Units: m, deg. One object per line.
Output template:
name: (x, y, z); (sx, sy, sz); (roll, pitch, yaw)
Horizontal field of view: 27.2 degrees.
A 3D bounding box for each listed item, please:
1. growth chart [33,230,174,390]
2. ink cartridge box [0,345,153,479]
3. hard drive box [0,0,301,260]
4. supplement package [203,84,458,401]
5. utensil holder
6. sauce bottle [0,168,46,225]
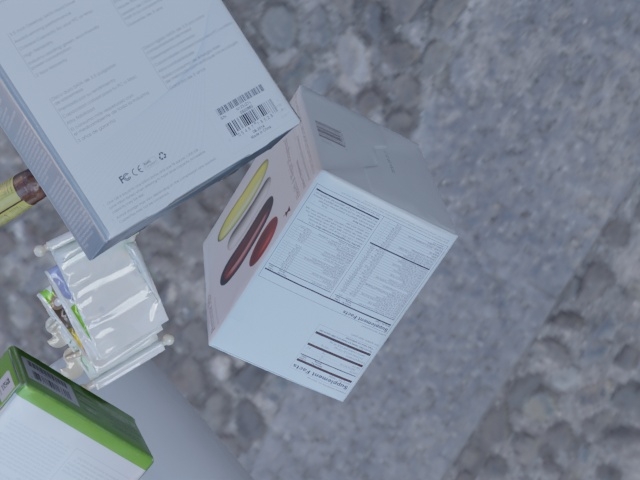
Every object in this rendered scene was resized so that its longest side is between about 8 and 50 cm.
growth chart: (-0.291, 0.081, 1.762); (0.021, 0.172, 0.237); (33, 142, 60)
ink cartridge box: (-0.342, 0.274, 1.459); (0.189, 0.097, 0.255); (38, 94, -31)
hard drive box: (-0.157, -0.133, 1.000); (0.232, 0.181, 0.089); (58, 158, -1)
supplement package: (0.000, 0.000, 1.259); (0.149, 0.194, 0.203); (25, 113, -19)
utensil holder: (-0.303, 0.397, 2.115); (0.385, 0.327, 0.328); (46, 134, 22)
sauce bottle: (-0.333, -0.055, 1.480); (0.128, 0.042, 0.042); (-27, 105, 17)
